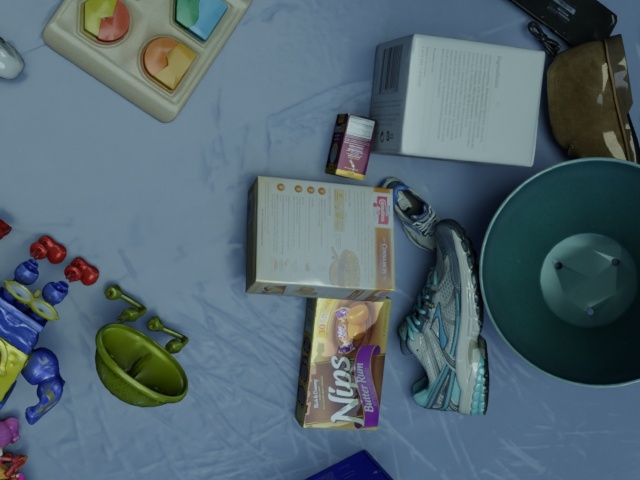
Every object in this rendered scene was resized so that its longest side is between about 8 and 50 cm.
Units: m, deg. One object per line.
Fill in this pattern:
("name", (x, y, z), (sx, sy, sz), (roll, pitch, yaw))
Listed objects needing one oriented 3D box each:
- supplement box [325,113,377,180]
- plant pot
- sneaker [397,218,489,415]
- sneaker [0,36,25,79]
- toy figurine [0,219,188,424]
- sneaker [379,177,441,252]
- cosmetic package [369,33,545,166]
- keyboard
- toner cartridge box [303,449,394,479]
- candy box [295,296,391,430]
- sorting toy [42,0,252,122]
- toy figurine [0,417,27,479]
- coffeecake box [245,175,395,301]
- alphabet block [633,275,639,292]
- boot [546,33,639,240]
("supplement box", (0.041, -0.125, 1.236), (0.043, 0.055, 0.083), (12, 92, -16))
("plant pot", (0.368, 0.048, 1.249), (0.290, 0.195, 0.290), (-1, 84, 14))
("sneaker", (0.162, 0.112, 1.262), (0.122, 0.110, 0.283), (-4, 103, 11))
("sneaker", (-0.469, -0.215, 1.084), (0.232, 0.090, 0.115), (16, 99, -7))
("toy figurine", (-0.362, 0.130, 1.112), (0.362, 0.191, 0.217), (38, 100, -15))
("sneaker", (0.135, -0.029, 1.270), (0.135, 0.058, 0.052), (43, 85, -16))
("cosmetic package", (0.174, -0.180, 1.215), (0.184, 0.151, 0.151), (5, 95, -14))
("keyboard", (0.332, -0.319, 1.310), (0.180, 0.023, 0.108), (31, 81, -15))
("toner cartridge box", (-0.057, 0.409, 1.214), (0.348, 0.165, 0.075), (-25, 103, -10))
("candy box", (0.030, 0.164, 1.267), (0.109, 0.053, 0.186), (5, 93, -15))
("sorting toy", (-0.213, -0.283, 1.160), (0.193, 0.038, 0.208), (34, 87, -16))
("toy figurine", (-0.417, 0.276, 1.142), (0.173, 0.130, 0.159), (4, 86, -37))
("coffeecake box", (0.000, 0.000, 1.209), (0.185, 0.068, 0.142), (5, 72, -15))
("alphabet block", (0.588, 0.039, 1.316), (0.192, 0.197, 0.193), (31, 88, -24))
("boot", (0.400, -0.134, 1.326), (0.115, 0.112, 0.305), (-10, 107, 18))
